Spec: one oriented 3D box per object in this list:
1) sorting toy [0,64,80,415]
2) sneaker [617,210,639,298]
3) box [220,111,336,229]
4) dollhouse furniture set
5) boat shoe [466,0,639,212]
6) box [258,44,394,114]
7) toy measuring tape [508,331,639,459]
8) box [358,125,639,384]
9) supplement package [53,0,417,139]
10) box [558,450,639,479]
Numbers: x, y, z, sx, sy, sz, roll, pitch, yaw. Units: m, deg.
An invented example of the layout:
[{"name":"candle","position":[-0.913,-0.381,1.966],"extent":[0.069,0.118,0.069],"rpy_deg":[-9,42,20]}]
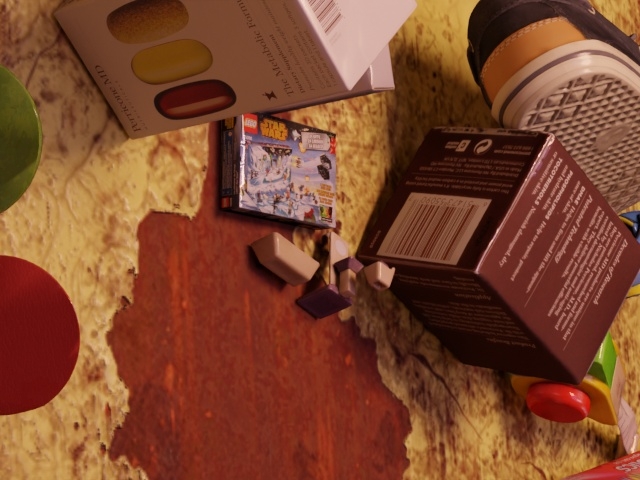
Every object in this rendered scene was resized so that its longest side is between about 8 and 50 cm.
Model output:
[{"name":"sorting toy","position":[-0.251,-0.054,1.354],"extent":[0.126,0.127,0.365],"rpy_deg":[-17,94,-80]},{"name":"sneaker","position":[0.395,-0.013,2.120],"extent":[0.209,0.069,0.082],"rpy_deg":[-41,111,-45]},{"name":"box","position":[-0.038,-0.065,1.642],"extent":[0.137,0.027,0.094],"rpy_deg":[12,76,-49]},{"name":"dollhouse furniture set","position":[0.000,0.000,1.645],"extent":[0.114,0.091,0.081],"rpy_deg":[37,41,-37]},{"name":"boat shoe","position":[0.292,-0.150,1.913],"extent":[0.500,0.187,0.156],"rpy_deg":[25,33,-61]},{"name":"box","position":[-0.013,-0.216,1.608],"extent":[0.038,0.145,0.186],"rpy_deg":[-9,90,-53]},{"name":"toy measuring tape","position":[0.276,0.164,1.948],"extent":[0.330,0.121,0.121],"rpy_deg":[60,39,-57]},{"name":"box","position":[0.182,0.013,1.759],"extent":[0.203,0.168,0.167],"rpy_deg":[45,65,-36]},{"name":"supplement package","position":[-0.071,-0.189,1.454],"extent":[0.139,0.244,0.134],"rpy_deg":[59,44,-23]},{"name":"box","position":[0.386,0.329,1.968],"extent":[0.300,0.142,0.154],"rpy_deg":[-6,104,-51]}]
